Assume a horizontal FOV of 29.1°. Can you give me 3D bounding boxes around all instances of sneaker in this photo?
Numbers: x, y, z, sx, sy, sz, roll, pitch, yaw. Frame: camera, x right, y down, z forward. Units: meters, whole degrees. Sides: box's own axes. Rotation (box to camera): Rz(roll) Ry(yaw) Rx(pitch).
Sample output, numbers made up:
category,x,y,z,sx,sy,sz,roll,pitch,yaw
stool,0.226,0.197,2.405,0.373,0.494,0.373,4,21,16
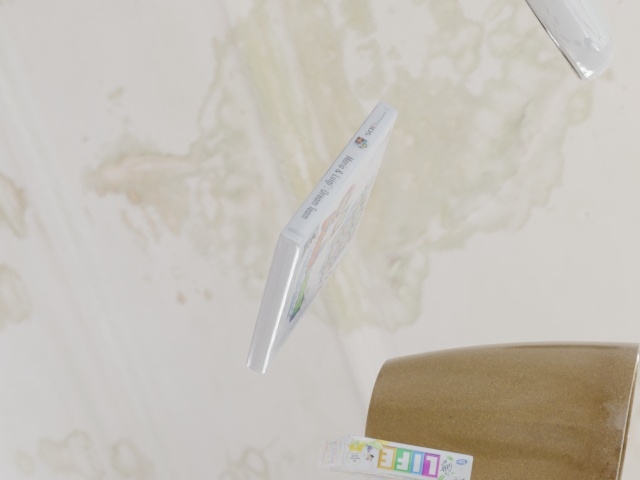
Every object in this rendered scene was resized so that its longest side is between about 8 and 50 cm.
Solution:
category,x,y,z,sx,sy,sz,roll,pitch,yaw
sneaker,0.178,-0.264,0.910,0.123,0.106,0.290,-23,-105,17

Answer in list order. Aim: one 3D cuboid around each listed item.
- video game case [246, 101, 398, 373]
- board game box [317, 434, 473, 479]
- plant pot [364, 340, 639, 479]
category,x,y,z,sx,sy,sz,roll,pitch,yaw
video game case,0.000,0.000,0.850,0.019,0.143,0.157,29,-38,9
board game box,0.059,0.188,1.041,0.103,0.026,0.154,11,-12,-5
plant pot,0.181,0.200,1.254,0.254,0.237,0.237,9,-59,15
